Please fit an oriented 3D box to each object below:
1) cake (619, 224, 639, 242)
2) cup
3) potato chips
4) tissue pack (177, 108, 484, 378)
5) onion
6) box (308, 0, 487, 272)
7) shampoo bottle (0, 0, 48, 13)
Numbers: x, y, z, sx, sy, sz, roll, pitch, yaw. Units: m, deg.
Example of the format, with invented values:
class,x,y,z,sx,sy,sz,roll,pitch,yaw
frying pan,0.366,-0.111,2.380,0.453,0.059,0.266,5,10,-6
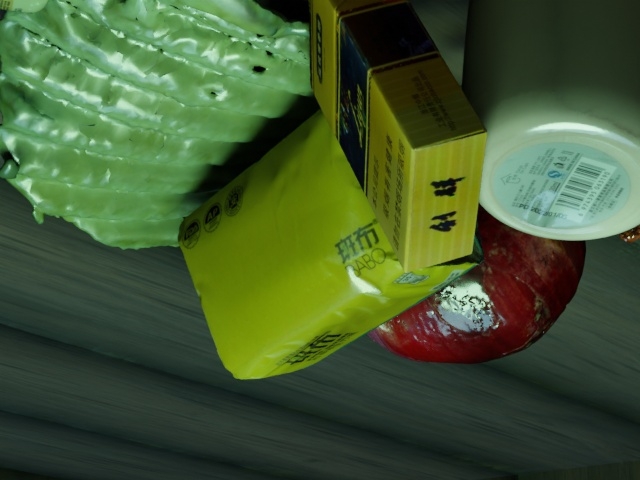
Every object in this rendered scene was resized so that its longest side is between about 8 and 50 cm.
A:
class,x,y,z,sx,sy,sz,roll,pitch,yaw
cake,0.354,-0.116,1.200,0.262,0.160,0.158,-19,173,-43
cup,0.189,-0.111,1.172,0.191,0.200,0.253,33,140,-28
potato chips,-0.135,-0.128,1.352,0.373,0.097,0.389,-29,145,24
tissue pack,0.000,0.000,1.354,0.134,0.192,0.271,0,153,-45
onion,0.144,0.005,1.473,0.276,0.276,0.276,1,160,0
box,0.058,-0.112,1.149,0.070,0.237,0.152,-18,143,-13
shampoo bottle,-0.261,-0.228,1.130,0.162,0.079,0.079,7,159,-15
